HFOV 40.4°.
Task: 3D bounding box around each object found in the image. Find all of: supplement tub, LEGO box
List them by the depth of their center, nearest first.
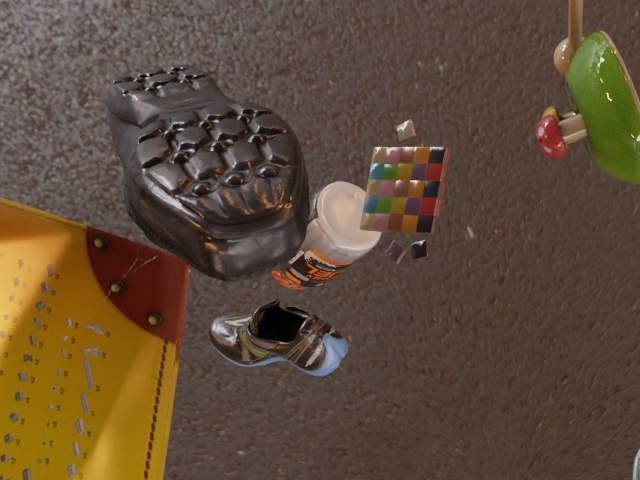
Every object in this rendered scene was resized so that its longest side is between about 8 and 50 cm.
[{"bbox_3d":[-0.250,0.268,0.436,0.193,0.372,0.500,20,51,-24],"label":"LEGO box"},{"bbox_3d":[0.000,0.000,1.318,0.117,0.190,0.117,13,61,-24],"label":"supplement tub"}]

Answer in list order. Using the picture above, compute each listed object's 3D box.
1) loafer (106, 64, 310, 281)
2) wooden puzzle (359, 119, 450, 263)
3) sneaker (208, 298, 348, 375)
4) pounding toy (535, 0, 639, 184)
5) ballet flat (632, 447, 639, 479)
[{"bbox_3d":[-0.056,-0.028,0.417,0.076,0.078,0.223,-15,25,-16],"label":"loafer"},{"bbox_3d":[0.047,-0.028,0.492,0.049,0.006,0.083,4,80,39],"label":"wooden puzzle"},{"bbox_3d":[-0.052,0.092,0.908,0.188,0.078,0.067,0,44,47],"label":"sneaker"},{"bbox_3d":[0.297,-0.161,1.020,0.110,0.183,0.237,-20,64,13],"label":"pounding toy"},{"bbox_3d":[0.248,0.224,0.559,0.070,0.070,0.188,-21,60,5],"label":"ballet flat"}]
